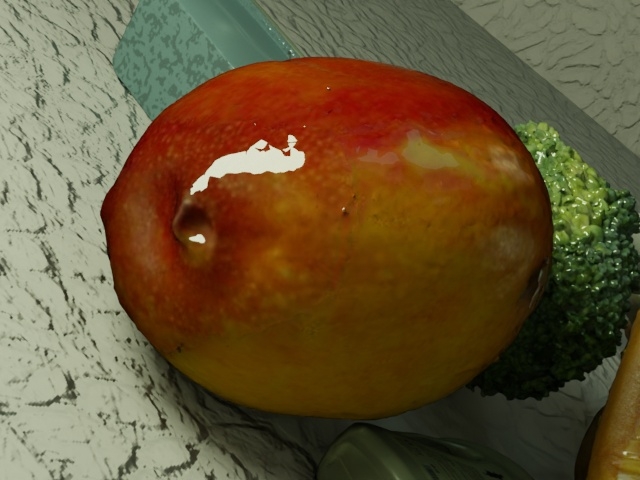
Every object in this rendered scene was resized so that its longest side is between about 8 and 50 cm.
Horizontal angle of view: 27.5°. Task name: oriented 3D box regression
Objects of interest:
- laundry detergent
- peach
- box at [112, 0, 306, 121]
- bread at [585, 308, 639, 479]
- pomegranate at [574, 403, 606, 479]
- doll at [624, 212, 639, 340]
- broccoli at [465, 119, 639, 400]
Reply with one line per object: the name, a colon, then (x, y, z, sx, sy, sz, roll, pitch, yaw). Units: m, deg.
laundry detergent: (0.121, 0.235, 1.110, 0.253, 0.091, 0.181, 16, 28, -45)
peach: (0.001, -0.002, 1.069, 0.372, 0.290, 0.373, 7, 19, -2)
box: (-0.122, -0.190, 1.467, 0.130, 0.162, 0.227, -6, 48, -47)
bread: (0.303, 0.188, 1.168, 0.119, 0.153, 0.288, 16, 47, 12)
pomegranate: (0.349, 0.256, 1.338, 0.196, 0.196, 0.196, 34, 22, -16)
doll: (0.434, 0.161, 1.466, 0.423, 0.161, 0.348, 65, -4, -11)
broccoli: (0.182, -0.002, 1.361, 0.302, 0.249, 0.375, 52, -9, -14)
